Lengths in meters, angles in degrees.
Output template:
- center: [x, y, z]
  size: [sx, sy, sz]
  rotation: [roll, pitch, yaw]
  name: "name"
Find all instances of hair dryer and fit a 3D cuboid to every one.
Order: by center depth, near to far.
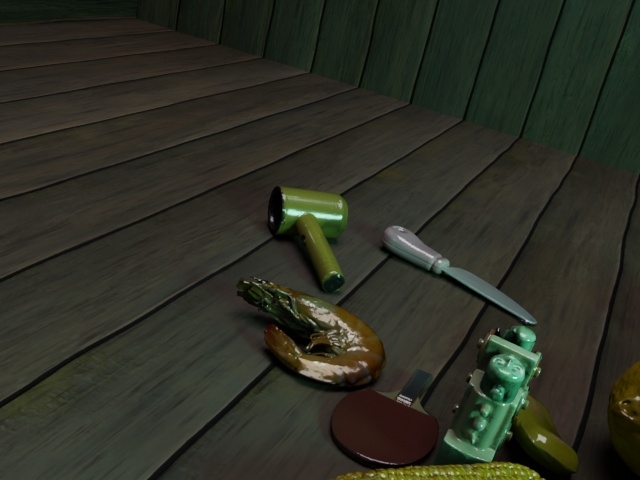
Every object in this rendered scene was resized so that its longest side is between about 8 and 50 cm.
- center: [0.000, 0.000, 1.378]
  size: [0.135, 0.090, 0.279]
  rotation: [6, 30, -21]
  name: "hair dryer"

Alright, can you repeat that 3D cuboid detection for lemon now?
- center: [0.470, 0.229, 0.959]
  size: [0.256, 0.188, 0.188]
  rotation: [12, 23, -13]
  name: "lemon"

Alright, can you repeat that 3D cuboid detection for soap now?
- center: [0.273, 0.241, 0.979]
  size: [0.089, 0.045, 0.140]
  rotation: [32, 15, -19]
  name: "soap"

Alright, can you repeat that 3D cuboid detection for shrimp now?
- center: [-0.022, 0.127, 1.089]
  size: [0.248, 0.068, 0.150]
  rotation: [30, 34, 25]
  name: "shrimp"

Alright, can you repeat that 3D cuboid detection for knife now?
- center: [0.254, 0.067, 1.422]
  size: [0.336, 0.043, 0.081]
  rotation: [34, 23, 27]
  name: "knife"

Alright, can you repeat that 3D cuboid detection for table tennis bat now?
- center: [0.094, 0.221, 0.986]
  size: [0.130, 0.019, 0.220]
  rotation: [22, 26, 20]
  name: "table tennis bat"

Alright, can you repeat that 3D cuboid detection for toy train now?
- center: [0.194, 0.191, 0.891]
  size: [0.081, 0.194, 0.125]
  rotation: [24, 31, 16]
  name: "toy train"

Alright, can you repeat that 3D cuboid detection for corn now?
- center: [0.119, 0.273, 0.778]
  size: [0.293, 0.106, 0.106]
  rotation: [1, 26, -27]
  name: "corn"
